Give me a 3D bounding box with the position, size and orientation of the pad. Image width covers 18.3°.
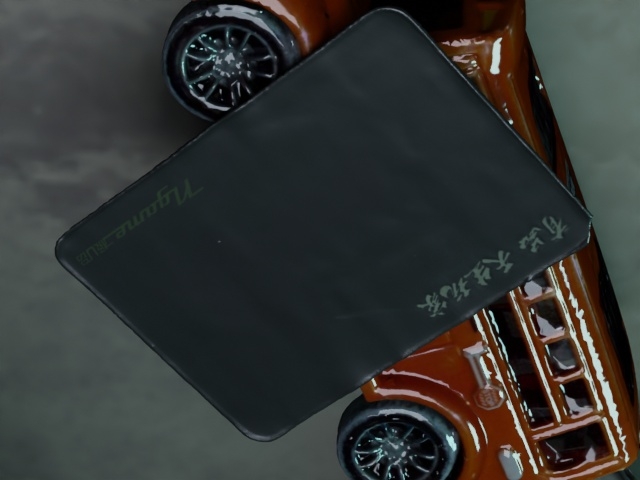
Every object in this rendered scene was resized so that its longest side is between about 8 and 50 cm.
[{"bbox_3d":[0.000,0.000,0.667,0.157,0.003,0.112,-35,114,25],"label":"pad"}]

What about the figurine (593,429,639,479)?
[{"bbox_3d":[0.097,0.197,0.857,0.138,0.110,0.245,20,116,-31],"label":"figurine"}]

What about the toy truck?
[{"bbox_3d":[0.035,-0.024,0.714,0.114,0.107,0.252,-14,121,14],"label":"toy truck"}]
